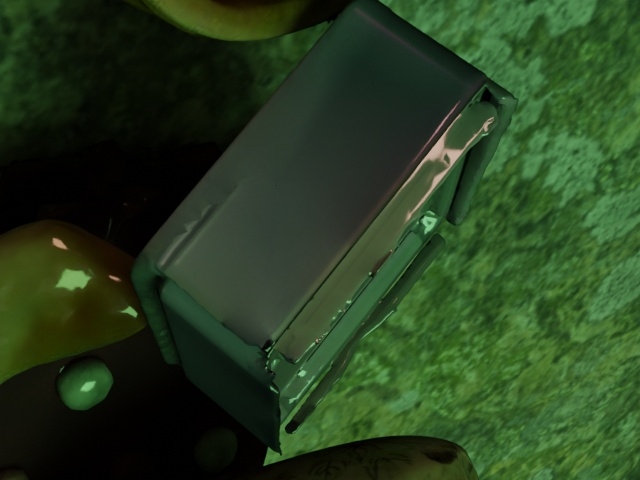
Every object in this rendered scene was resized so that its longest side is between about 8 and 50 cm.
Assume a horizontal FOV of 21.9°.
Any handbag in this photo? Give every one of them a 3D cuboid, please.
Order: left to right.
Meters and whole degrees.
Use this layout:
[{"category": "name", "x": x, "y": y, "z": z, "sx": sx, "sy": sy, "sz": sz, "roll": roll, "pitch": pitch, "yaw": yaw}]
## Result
[{"category": "handbag", "x": -0.085, "y": 0.046, "z": 0.818, "sx": 0.203, "sy": 0.074, "sz": 0.216, "roll": -5, "pitch": 132, "yaw": -43}]

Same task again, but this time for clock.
[{"category": "clock", "x": 0.001, "y": 0.000, "z": 0.672, "sx": 0.145, "sy": 0.073, "sz": 0.193, "roll": -51, "pitch": 172, "yaw": -13}]

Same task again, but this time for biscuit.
[{"category": "biscuit", "x": -0.189, "y": 0.053, "z": 0.694, "sx": 0.164, "sy": 0.047, "sz": 0.208, "roll": 30, "pitch": 113, "yaw": -27}]

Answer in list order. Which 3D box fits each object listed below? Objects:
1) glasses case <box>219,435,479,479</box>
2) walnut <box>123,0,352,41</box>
[{"category": "glasses case", "x": -0.120, "y": 0.193, "z": 0.816, "sx": 0.425, "sy": 0.098, "sz": 0.156, "roll": -20, "pitch": 171, "yaw": 3}, {"category": "walnut", "x": -0.036, "y": -0.161, "z": 0.610, "sx": 0.211, "sy": 0.087, "sz": 0.167, "roll": -21, "pitch": 112, "yaw": -41}]
